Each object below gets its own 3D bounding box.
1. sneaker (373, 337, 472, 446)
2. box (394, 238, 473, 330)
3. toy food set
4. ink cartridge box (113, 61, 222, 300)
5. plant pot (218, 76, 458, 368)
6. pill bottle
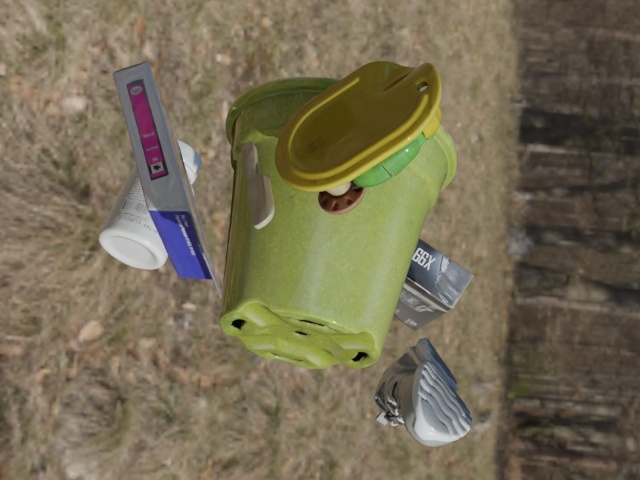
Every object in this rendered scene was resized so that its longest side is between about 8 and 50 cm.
[{"bbox_3d":[0.128,0.224,1.321,0.105,0.115,0.281,53,8,-2],"label":"sneaker"},{"bbox_3d":[0.124,0.051,1.785,0.076,0.242,0.307,-55,179,-14],"label":"box"},{"bbox_3d":[0.031,-0.088,0.955,0.071,0.218,0.128,49,14,-44],"label":"toy food set"},{"bbox_3d":[-0.224,-0.078,1.454,0.176,0.069,0.371,77,-9,-54],"label":"ink cartridge box"},{"bbox_3d":[0.000,0.000,1.103,0.276,0.276,0.254,94,7,-67],"label":"plant pot"},{"bbox_3d":[-0.309,-0.072,1.828,0.131,0.131,0.229,94,14,-61],"label":"pill bottle"}]
